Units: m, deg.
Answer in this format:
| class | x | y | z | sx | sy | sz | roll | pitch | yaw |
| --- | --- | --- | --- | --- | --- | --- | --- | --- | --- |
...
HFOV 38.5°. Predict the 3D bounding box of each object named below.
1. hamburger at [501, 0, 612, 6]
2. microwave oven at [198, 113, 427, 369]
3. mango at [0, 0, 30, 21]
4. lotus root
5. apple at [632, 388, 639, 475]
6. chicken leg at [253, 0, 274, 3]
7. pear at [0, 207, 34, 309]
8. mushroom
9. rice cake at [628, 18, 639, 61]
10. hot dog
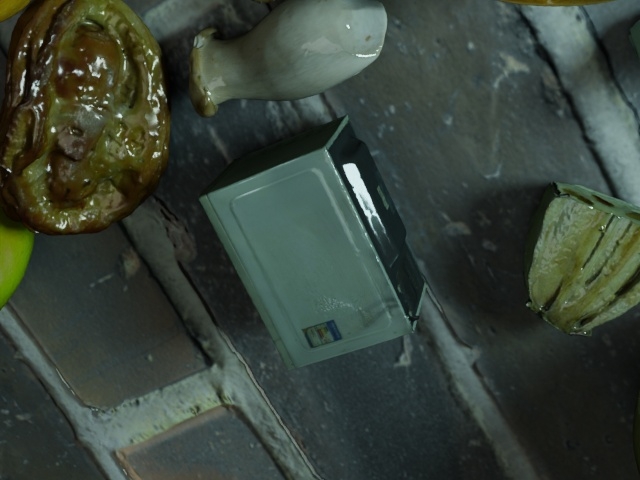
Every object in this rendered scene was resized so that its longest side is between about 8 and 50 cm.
| class | x | y | z | sx | sy | sz | roll | pitch | yaw |
| --- | --- | --- | --- | --- | --- | --- | --- | --- | --- |
| hamburger | 0.171 | -0.320 | 0.664 | 0.274 | 0.274 | 0.212 | 12 | 77 | 10 |
| microwave oven | 0.000 | 0.000 | 0.923 | 0.163 | 0.129 | 0.205 | -19 | 108 | 20 |
| mango | -0.284 | -0.361 | 0.815 | 0.187 | 0.144 | 0.359 | 42 | 119 | 43 |
| lotus root | 0.258 | 0.017 | 0.894 | 0.143 | 0.070 | 0.144 | 27 | 114 | -5 |
| apple | 0.433 | 0.190 | 0.821 | 0.291 | 0.254 | 0.292 | 5 | 119 | 10 |
| chicken leg | -0.032 | -0.315 | 0.822 | 0.069 | 0.085 | 0.198 | 13 | 117 | -36 |
| pear | -0.408 | -0.009 | 1.000 | 0.187 | 0.187 | 0.220 | 21 | 124 | 5 |
| mushroom | -0.036 | -0.181 | 0.873 | 0.212 | 0.088 | 0.097 | -10 | 102 | 26 |
| rice cake | 0.383 | -0.174 | 0.749 | 0.237 | 0.127 | 0.043 | -17 | 142 | 20 |
| hot dog | -0.240 | -0.118 | 0.922 | 0.175 | 0.114 | 0.259 | -3 | 123 | -28 |
